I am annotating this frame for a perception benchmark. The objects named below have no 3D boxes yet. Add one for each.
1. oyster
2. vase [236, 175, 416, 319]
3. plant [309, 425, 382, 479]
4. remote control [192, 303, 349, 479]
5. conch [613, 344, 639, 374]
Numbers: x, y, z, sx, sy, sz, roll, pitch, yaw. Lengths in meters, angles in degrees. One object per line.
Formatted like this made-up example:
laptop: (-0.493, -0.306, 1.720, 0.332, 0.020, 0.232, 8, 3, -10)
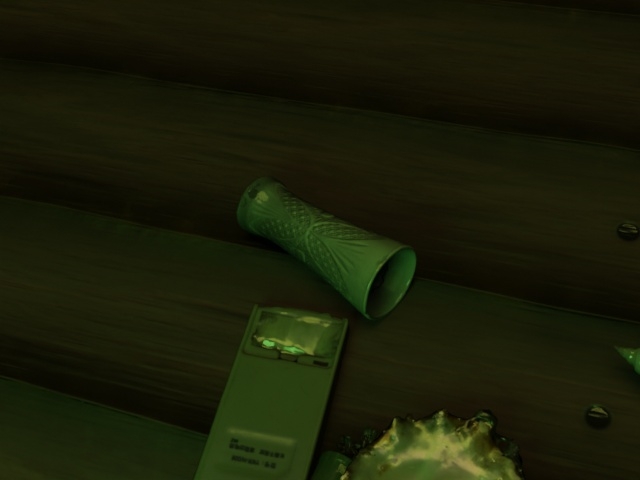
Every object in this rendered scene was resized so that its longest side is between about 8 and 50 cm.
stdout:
oyster: (0.121, 0.284, 0.944, 0.198, 0.092, 0.259, -10, 46, -3)
vase: (0.000, 0.000, 1.167, 0.219, 0.096, 0.096, 31, 64, 30)
plant: (0.027, 0.228, 1.021, 0.051, 0.051, 0.102, 22, 50, 22)
remote control: (-0.053, 0.193, 1.069, 0.123, 0.038, 0.285, 7, 53, 11)
conch: (0.389, 0.151, 1.025, 0.180, 0.088, 0.065, 29, 106, 19)
